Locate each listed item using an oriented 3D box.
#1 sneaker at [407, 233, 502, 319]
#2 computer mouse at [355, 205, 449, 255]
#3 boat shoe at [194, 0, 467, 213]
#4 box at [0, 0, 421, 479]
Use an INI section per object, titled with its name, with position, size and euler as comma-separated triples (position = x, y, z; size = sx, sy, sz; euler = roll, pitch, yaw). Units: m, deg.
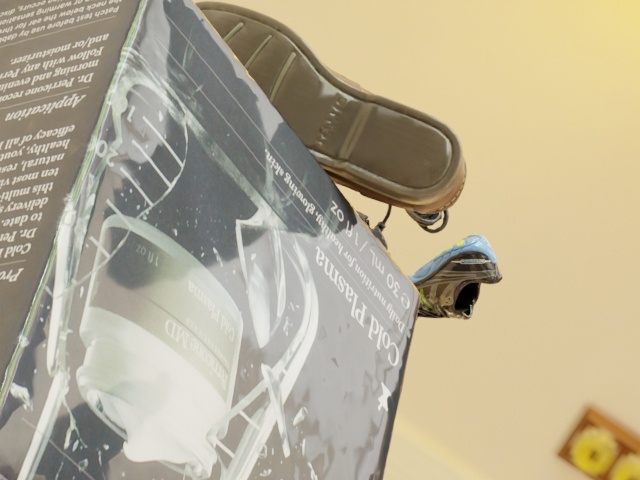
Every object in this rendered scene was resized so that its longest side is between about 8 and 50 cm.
[sneaker]
position = 0.131, 0.066, 1.988
size = 0.188, 0.078, 0.067
euler = -40, -12, 37
[computer mouse]
position = 0.000, 0.000, 1.817
size = 0.060, 0.184, 0.262
euler = 8, -53, -50
[boat shoe]
position = -0.009, -0.109, 1.615
size = 0.111, 0.307, 0.104
euler = -55, -14, -8
[box]
position = -0.178, 0.116, 1.461
size = 0.480, 0.297, 0.472
euler = 50, -138, -40
